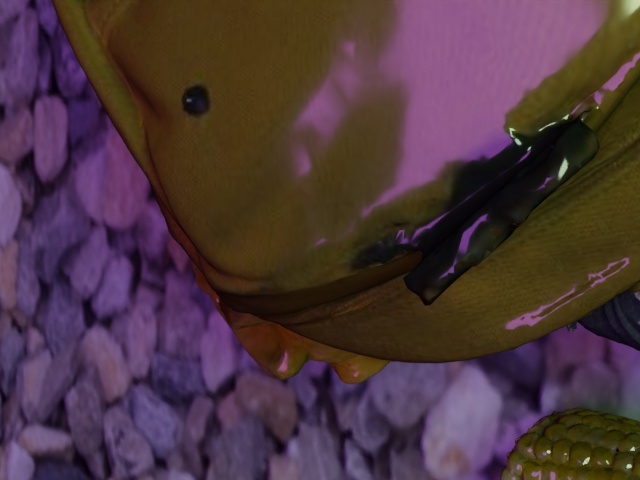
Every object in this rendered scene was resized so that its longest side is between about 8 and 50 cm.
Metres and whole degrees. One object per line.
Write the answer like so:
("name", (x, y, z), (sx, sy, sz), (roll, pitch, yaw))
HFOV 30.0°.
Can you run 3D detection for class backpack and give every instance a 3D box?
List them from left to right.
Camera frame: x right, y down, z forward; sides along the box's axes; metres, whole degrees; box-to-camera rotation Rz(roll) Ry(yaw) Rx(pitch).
("backpack", (0.025, -0.146, 0.475), (0.353, 0.201, 0.378), (-44, 55, 28))

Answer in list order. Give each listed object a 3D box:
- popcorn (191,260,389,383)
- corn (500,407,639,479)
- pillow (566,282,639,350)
("popcorn", (0.000, 0.000, 0.655), (0.167, 0.152, 0.148), (41, 102, 13))
("corn", (0.230, 0.154, 0.531), (0.320, 0.097, 0.096), (19, 109, 35))
("pillow", (0.254, 0.000, 0.440), (0.335, 0.162, 0.092), (-11, 77, 38))
